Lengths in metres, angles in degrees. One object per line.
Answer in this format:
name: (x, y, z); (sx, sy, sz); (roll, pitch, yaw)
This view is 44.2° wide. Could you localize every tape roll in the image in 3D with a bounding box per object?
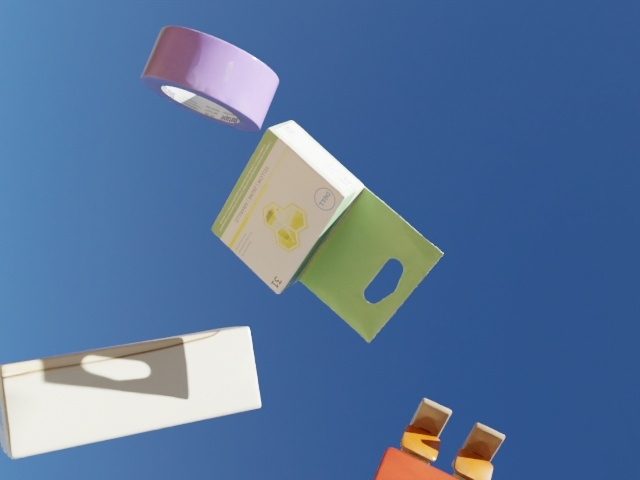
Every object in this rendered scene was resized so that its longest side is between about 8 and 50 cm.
tape roll: (-0.161, -0.233, 1.156); (0.189, 0.189, 0.080); (15, -98, 51)

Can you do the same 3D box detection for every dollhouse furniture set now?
dollhouse furniture set: (0.183, 0.323, 0.911); (0.259, 0.262, 0.135); (24, -56, 7)

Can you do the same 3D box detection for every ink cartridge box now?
ink cartridge box: (0.000, 0.000, 0.916); (0.235, 0.056, 0.171); (43, -54, 12)

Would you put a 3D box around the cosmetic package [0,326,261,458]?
cosmetic package: (-0.253, 0.190, 1.023); (0.160, 0.309, 0.113); (-17, -99, 62)
